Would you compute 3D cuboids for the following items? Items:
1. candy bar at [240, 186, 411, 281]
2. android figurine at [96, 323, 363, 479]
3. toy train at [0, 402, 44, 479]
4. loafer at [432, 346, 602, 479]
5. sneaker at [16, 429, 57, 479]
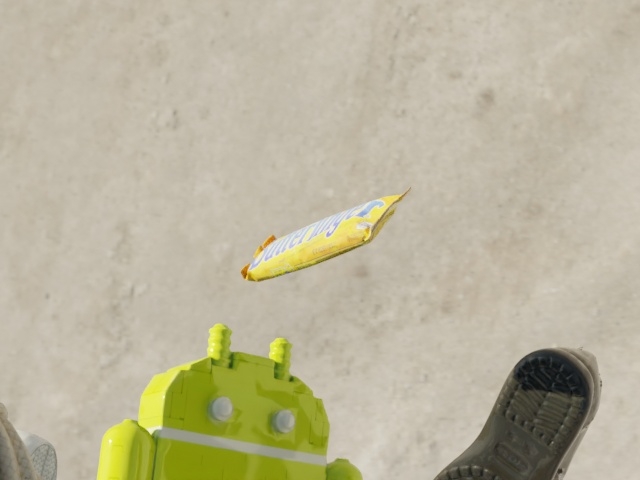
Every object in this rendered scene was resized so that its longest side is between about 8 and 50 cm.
[{"bbox_3d":[0.000,0.000,0.762,0.040,0.018,0.161,-50,16,-29],"label":"candy bar"},{"bbox_3d":[-0.072,0.207,1.035,0.056,0.248,0.273,-17,60,53],"label":"android figurine"},{"bbox_3d":[-0.159,0.038,0.334,0.248,0.143,0.105,45,118,6],"label":"toy train"},{"bbox_3d":[0.147,0.164,0.915,0.080,0.078,0.220,43,125,22],"label":"loafer"},{"bbox_3d":[-0.235,0.210,0.680,0.091,0.094,0.258,19,61,15],"label":"sneaker"}]
